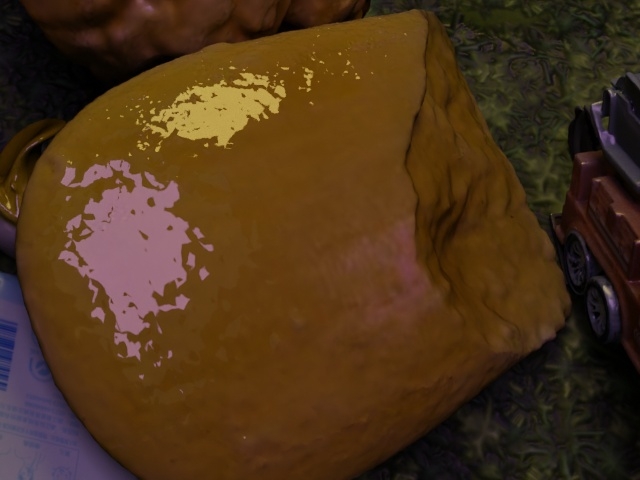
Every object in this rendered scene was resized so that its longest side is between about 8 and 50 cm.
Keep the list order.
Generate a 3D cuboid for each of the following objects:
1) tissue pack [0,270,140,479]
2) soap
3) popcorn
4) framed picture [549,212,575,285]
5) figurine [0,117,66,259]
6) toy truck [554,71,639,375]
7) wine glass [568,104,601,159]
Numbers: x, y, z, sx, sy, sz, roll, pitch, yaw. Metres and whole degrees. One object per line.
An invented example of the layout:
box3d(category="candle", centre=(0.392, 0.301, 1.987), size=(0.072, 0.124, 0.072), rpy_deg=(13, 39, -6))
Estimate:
box3d(category="tissue pack", centre=(-0.175, 0.124, 0.804), size=(0.263, 0.089, 0.177), rpy_deg=(21, 59, -30))
box3d(category="soap", centre=(0.002, -0.001, 0.849), size=(0.427, 0.115, 0.306), rpy_deg=(-25, 92, -33))
box3d(category="popcorn", centre=(-0.106, -0.211, 0.950), size=(0.332, 0.265, 0.225), rpy_deg=(16, 76, -39))
box3d(category="framed picture", centre=(0.236, 0.004, 1.003), size=(0.089, 0.007, 0.066), rpy_deg=(-5, 65, -8))
box3d(category="figurine", centre=(-0.309, -0.032, 0.905), size=(0.338, 0.204, 0.284), rpy_deg=(14, 52, -15))
box3d(category="toy truck", centre=(0.280, 0.028, 0.837), size=(0.132, 0.184, 0.338), rpy_deg=(-9, 38, -9))
box3d(category="wine glass", centre=(0.290, -0.083, 1.016), size=(0.155, 0.072, 0.072), rpy_deg=(-3, 64, -6))
